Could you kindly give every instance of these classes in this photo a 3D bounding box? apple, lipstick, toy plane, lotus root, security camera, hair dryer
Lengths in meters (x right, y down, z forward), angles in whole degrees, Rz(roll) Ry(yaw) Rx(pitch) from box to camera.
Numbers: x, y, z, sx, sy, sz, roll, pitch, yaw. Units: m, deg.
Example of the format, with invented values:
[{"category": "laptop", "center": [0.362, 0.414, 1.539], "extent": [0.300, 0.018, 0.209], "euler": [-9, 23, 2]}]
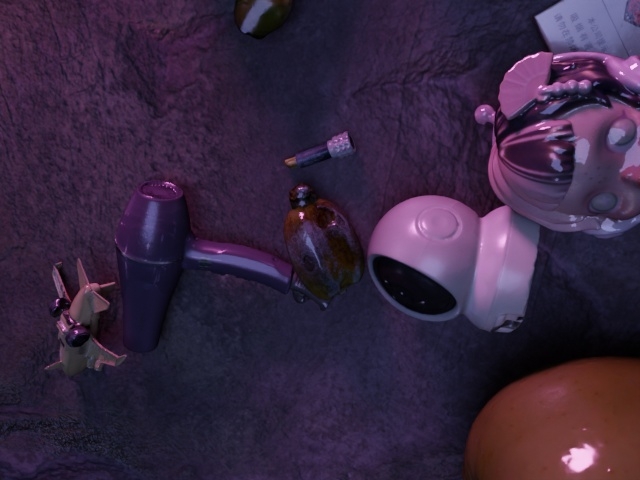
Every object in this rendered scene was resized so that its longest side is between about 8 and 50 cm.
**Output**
[{"category": "apple", "center": [0.427, 0.373, 0.949], "extent": [0.474, 0.473, 0.473], "euler": [2, 108, 7]}, {"category": "lipstick", "center": [-0.004, -0.134, 1.058], "extent": [0.116, 0.037, 0.037], "euler": [-19, 104, 17]}, {"category": "toy plane", "center": [-0.413, 0.154, 1.165], "extent": [0.229, 0.092, 0.244], "euler": [47, 125, 26]}, {"category": "lotus root", "center": [0.000, 0.000, 1.071], "extent": [0.113, 0.088, 0.192], "euler": [-26, 103, -10]}, {"category": "security camera", "center": [0.188, 0.025, 1.003], "extent": [0.236, 0.194, 0.194], "euler": [13, 109, 7]}, {"category": "hair dryer", "center": [-0.162, 0.077, 1.121], "extent": [0.361, 0.121, 0.301], "euler": [13, 117, -2]}]

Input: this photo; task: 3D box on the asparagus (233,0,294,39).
[{"category": "asparagus", "center": [-0.027, -0.443, 0.940], "extent": [0.082, 0.085, 0.343], "euler": [29, 104, 11]}]

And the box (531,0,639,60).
[{"category": "box", "center": [0.434, -0.316, 0.937], "extent": [0.245, 0.035, 0.139], "euler": [-27, 102, 16]}]

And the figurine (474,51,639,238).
[{"category": "figurine", "center": [0.396, -0.116, 0.896], "extent": [0.361, 0.211, 0.253], "euler": [1, 104, 0]}]
